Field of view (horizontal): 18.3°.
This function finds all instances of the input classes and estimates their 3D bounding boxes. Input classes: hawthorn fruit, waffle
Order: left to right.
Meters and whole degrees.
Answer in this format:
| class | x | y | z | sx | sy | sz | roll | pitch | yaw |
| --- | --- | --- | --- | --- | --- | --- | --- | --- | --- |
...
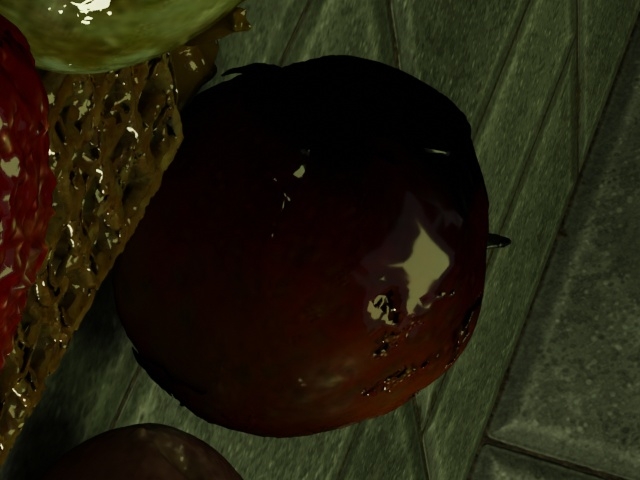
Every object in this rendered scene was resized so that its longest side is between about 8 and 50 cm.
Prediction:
| class | x | y | z | sx | sy | sz | roll | pitch | yaw |
| --- | --- | --- | --- | --- | --- | --- | --- | --- | --- |
| waffle | -0.187 | -0.030 | 1.229 | 0.213 | 0.091 | 0.308 | 84 | 27 | -53 |
| hawthorn fruit | -0.015 | -0.003 | 1.501 | 0.316 | 0.316 | 0.316 | 16 | 90 | -74 |

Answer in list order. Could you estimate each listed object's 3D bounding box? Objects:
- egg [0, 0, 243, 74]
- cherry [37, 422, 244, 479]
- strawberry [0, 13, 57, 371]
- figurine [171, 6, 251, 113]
| class | x | y | z | sx | sy | sz | roll | pitch | yaw |
| --- | --- | --- | --- | --- | --- | --- | --- | --- | --- |
| egg | -0.113 | -0.218 | 1.050 | 0.238 | 0.238 | 0.289 | -58 | 177 | -44 |
| cherry | -0.131 | 0.274 | 1.488 | 0.261 | 0.221 | 0.308 | -63 | 149 | -60 |
| strawberry | -0.227 | 0.006 | 0.844 | 0.257 | 0.257 | 0.277 | -54 | 143 | -51 |
| figurine | -0.115 | -0.152 | 1.395 | 0.122 | 0.121 | 0.176 | -25 | 145 | -33 |
